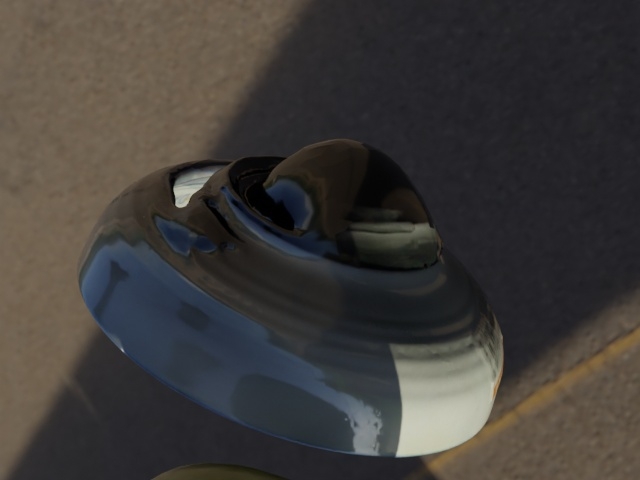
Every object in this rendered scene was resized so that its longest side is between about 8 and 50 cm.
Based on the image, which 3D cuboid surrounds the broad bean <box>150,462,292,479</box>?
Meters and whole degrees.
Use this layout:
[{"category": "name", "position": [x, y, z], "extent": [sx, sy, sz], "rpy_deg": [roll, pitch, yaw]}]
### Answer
[{"category": "broad bean", "position": [0.003, 0.210, 0.772], "extent": [0.189, 0.121, 0.263], "rpy_deg": [-14, 130, 44]}]

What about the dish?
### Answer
[{"category": "dish", "position": [0.000, 0.000, 0.986], "extent": [0.273, 0.273, 0.134], "rpy_deg": [35, 116, 33]}]
